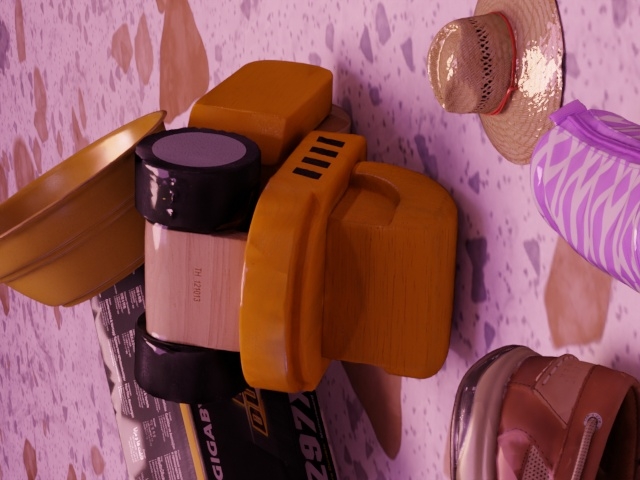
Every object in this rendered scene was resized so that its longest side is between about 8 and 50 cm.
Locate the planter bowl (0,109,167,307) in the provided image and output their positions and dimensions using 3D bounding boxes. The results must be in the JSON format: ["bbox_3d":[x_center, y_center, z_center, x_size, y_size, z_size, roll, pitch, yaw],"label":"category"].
[{"bbox_3d":[-0.191,-0.009,1.383,0.090,0.217,0.217,57,163,-13],"label":"planter bowl"}]

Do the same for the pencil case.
[{"bbox_3d":[0.177,-0.021,0.938,0.088,0.086,0.206,58,176,-14],"label":"pencil case"}]

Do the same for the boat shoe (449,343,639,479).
[{"bbox_3d":[0.152,0.229,1.070,0.120,0.122,0.324,0,94,34],"label":"boat shoe"}]

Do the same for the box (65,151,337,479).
[{"bbox_3d":[-0.097,0.106,1.533,0.257,0.079,0.322,27,-135,-62],"label":"box"}]

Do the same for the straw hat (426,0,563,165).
[{"bbox_3d":[0.106,-0.120,1.170,0.144,0.061,0.144,173,90,-68],"label":"straw hat"}]

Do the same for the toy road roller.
[{"bbox_3d":[0.000,0.000,1.365,0.329,0.241,0.202,-55,-29,-64],"label":"toy road roller"}]
